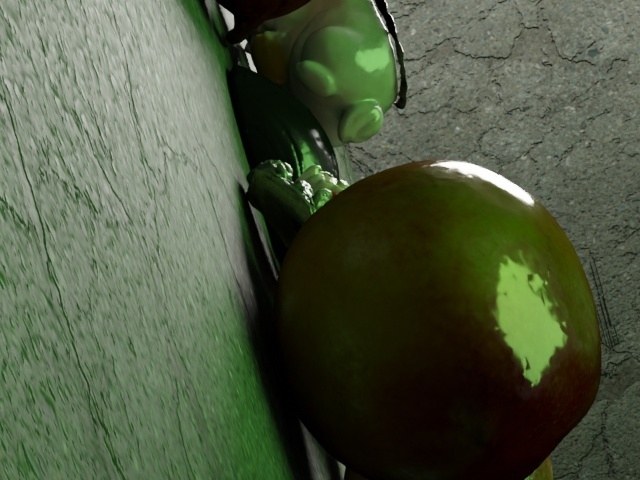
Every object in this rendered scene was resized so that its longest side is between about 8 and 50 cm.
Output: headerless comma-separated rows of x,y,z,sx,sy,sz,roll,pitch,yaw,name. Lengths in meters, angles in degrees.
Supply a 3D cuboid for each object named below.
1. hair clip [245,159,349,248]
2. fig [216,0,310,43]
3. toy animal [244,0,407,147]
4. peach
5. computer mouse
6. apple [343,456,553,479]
0.026,0.043,1.956,0.138,0.091,0.321,36,-25,41,hair clip
-0.064,-0.290,2.069,0.175,0.175,0.207,-93,-167,-73,fig
-0.011,-0.229,2.231,0.325,0.154,0.209,-130,-148,-65,toy animal
0.102,0.084,1.709,0.332,0.307,0.308,-97,169,-64,peach
-0.026,-0.071,2.073,0.147,0.088,0.264,41,35,-77,computer mouse
0.123,0.241,1.910,0.164,0.209,0.209,49,19,-41,apple
